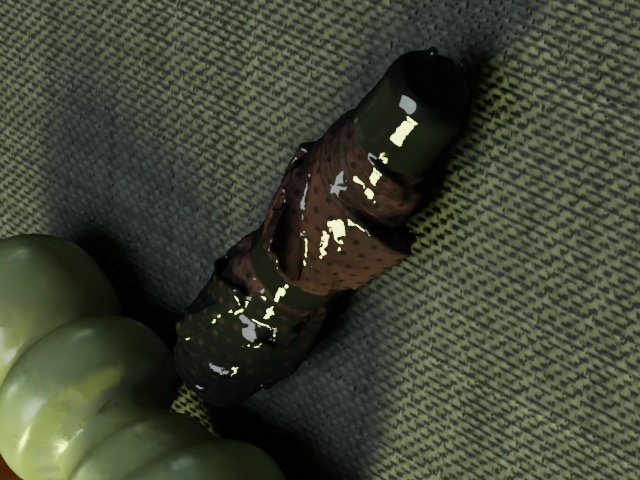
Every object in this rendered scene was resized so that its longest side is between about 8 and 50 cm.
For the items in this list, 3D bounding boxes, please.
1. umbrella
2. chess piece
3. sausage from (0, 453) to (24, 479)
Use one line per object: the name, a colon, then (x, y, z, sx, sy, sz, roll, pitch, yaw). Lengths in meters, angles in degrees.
umbrella: (0.000, 0.000, 1.123, 0.326, 0.094, 0.090, -49, 24, 45)
chess piece: (-0.149, 0.133, 1.272, 0.330, 0.182, 0.182, 51, 134, 28)
sausage: (-0.130, 0.274, 1.350, 0.330, 0.102, 0.102, 54, 135, 19)
